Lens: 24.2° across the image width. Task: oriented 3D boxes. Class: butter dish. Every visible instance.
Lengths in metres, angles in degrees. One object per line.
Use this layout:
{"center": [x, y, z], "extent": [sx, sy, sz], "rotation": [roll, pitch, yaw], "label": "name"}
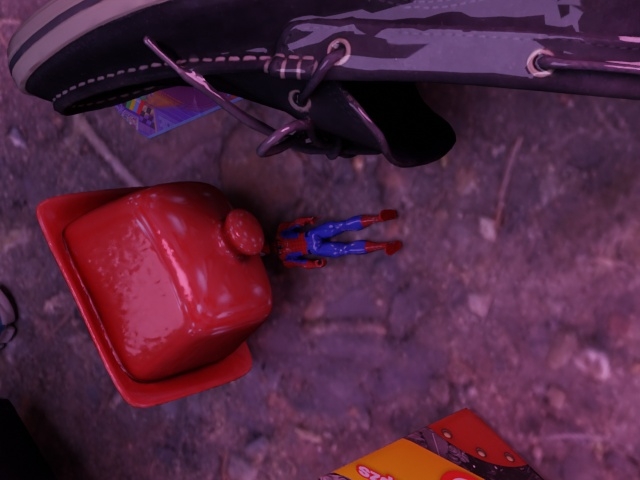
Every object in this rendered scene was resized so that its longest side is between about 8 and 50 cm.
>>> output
{"center": [-0.089, 0.017, 1.027], "extent": [0.118, 0.160, 0.160], "rotation": [-31, 80, 30], "label": "butter dish"}

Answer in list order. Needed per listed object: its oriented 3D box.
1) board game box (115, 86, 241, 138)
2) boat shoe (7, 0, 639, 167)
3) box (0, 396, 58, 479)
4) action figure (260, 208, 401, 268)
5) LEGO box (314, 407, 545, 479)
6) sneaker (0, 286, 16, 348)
{"center": [-0.115, -0.153, 1.091], "extent": [0.168, 0.033, 0.133], "rotation": [-19, 88, 34], "label": "board game box"}
{"center": [0.021, -0.118, 0.911], "extent": [0.500, 0.187, 0.156], "rotation": [-6, 97, 25], "label": "boat shoe"}
{"center": [-0.310, 0.318, 1.130], "extent": [0.294, 0.182, 0.296], "rotation": [-49, 59, 19], "label": "box"}
{"center": [0.000, 0.000, 1.044], "extent": [0.115, 0.030, 0.038], "rotation": [-8, 97, 37], "label": "action figure"}
{"center": [0.125, 0.362, 0.812], "extent": [0.500, 0.372, 0.193], "rotation": [43, 118, 20], "label": "LEGO box"}
{"center": [-0.341, 0.101, 1.256], "extent": [0.190, 0.083, 0.071], "rotation": [-43, 75, 32], "label": "sneaker"}
